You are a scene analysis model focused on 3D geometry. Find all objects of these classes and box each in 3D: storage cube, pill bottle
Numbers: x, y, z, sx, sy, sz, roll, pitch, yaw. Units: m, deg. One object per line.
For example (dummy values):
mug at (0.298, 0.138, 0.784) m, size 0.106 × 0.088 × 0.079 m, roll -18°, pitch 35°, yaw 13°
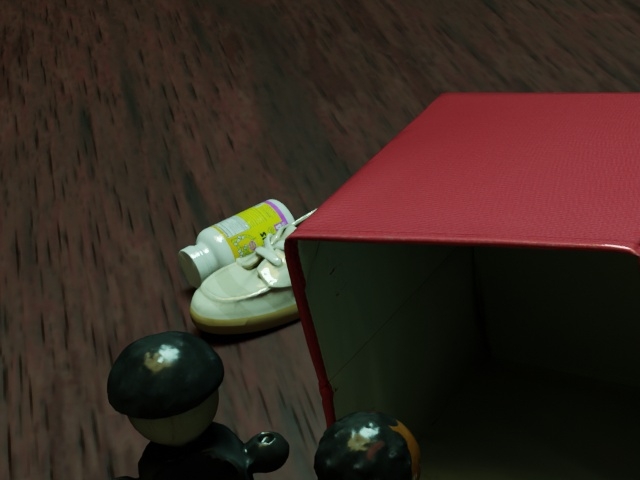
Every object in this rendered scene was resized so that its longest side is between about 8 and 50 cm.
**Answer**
storage cube at (0.123, 0.039, 0.866) m, size 0.215 × 0.183 × 0.193 m, roll 2°, pitch 28°, yaw 30°
pill bottle at (-0.060, 0.004, 1.183) m, size 0.083 × 0.043 × 0.043 m, roll -26°, pitch 29°, yaw -26°

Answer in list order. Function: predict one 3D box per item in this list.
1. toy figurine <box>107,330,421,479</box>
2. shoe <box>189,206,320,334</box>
toy figurine at (-0.059, 0.152, 0.755) m, size 0.210 × 0.148 × 0.213 m, roll 12°, pitch 34°, yaw 41°
shoe at (0.000, 0.000, 1.147) m, size 0.219 × 0.058 × 0.076 m, roll -25°, pitch 28°, yaw -25°
